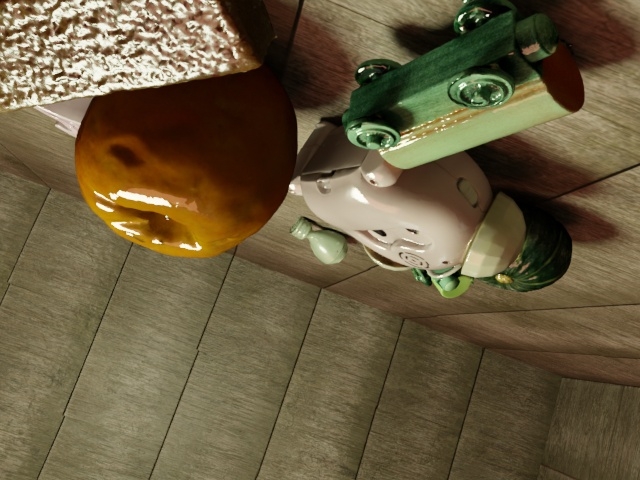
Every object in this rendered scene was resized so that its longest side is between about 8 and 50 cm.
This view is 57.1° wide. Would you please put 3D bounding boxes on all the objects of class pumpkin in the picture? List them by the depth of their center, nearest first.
[{"bbox_3d":[0.365,0.011,1.118,0.211,0.152,0.211,22,167,5],"label":"pumpkin"}]

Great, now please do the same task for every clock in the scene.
[{"bbox_3d":[0.143,-0.063,0.998,0.326,0.184,0.342,37,167,-29],"label":"clock"},{"bbox_3d":[-0.505,-0.280,1.364,0.290,0.080,0.275,25,167,-30],"label":"clock"}]

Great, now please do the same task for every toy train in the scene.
[{"bbox_3d":[0.158,-0.162,0.686,0.177,0.116,0.285,22,156,-36],"label":"toy train"},{"bbox_3d":[0.232,0.017,1.262,0.157,0.105,0.253,36,-161,-51],"label":"toy train"}]

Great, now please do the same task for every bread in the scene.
[{"bbox_3d":[-0.274,-0.257,0.691,0.416,0.113,0.165,-4,138,18],"label":"bread"}]

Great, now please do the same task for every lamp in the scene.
[{"bbox_3d":[0.000,0.000,1.808,0.193,0.106,0.106,34,164,-19],"label":"lamp"}]

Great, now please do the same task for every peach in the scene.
[{"bbox_3d":[-0.197,-0.144,0.911,0.342,0.302,0.343,8,156,4],"label":"peach"}]
